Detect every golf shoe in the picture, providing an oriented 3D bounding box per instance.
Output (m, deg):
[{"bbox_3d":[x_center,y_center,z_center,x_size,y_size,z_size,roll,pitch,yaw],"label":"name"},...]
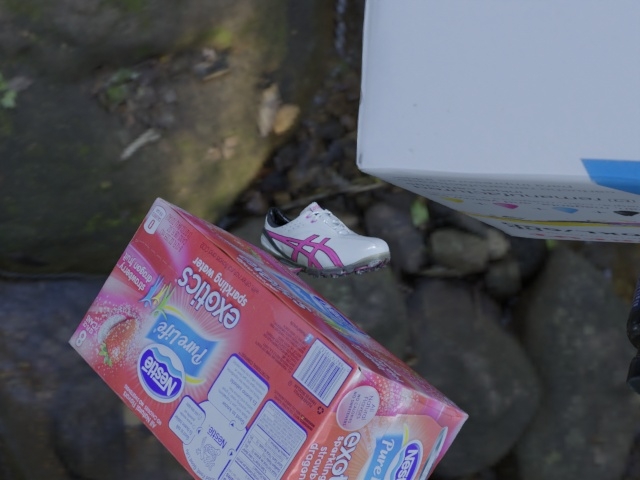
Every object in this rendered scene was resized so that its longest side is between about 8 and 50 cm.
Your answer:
[{"bbox_3d":[0.000,0.000,1.732,0.067,0.186,0.086,-10,99,-48],"label":"golf shoe"}]

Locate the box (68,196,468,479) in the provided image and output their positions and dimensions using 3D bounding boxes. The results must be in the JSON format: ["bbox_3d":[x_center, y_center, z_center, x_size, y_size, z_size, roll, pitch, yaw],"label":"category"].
[{"bbox_3d":[-0.050,0.110,1.205,0.142,0.300,0.154,29,95,-44],"label":"box"}]

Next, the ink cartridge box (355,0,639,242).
[{"bbox_3d":[0.132,-0.089,0.593,0.233,0.171,0.168,14,79,-70],"label":"ink cartridge box"}]

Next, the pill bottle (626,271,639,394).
[{"bbox_3d":[0.408,0.067,1.672,0.123,0.123,0.219,30,69,-32],"label":"pill bottle"}]
